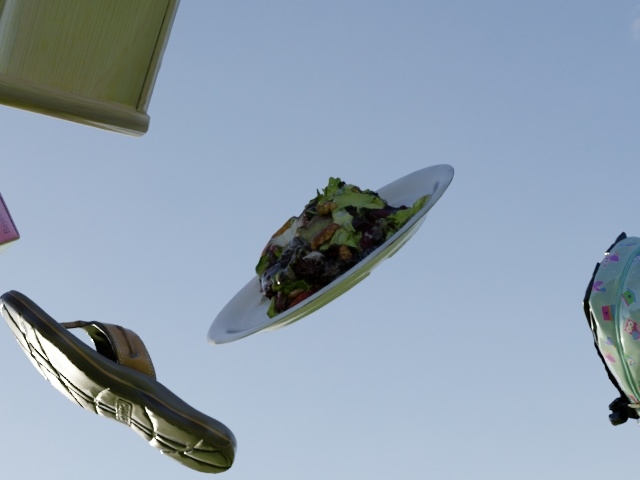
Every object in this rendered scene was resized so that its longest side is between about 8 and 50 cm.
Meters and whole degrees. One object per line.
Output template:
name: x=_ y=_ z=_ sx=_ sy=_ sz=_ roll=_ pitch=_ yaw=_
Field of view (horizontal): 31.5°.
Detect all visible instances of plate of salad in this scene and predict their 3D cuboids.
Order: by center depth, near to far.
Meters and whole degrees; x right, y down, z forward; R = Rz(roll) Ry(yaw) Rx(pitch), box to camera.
plate of salad: x=0.000 y=0.000 z=0.755 sx=0.200 sy=0.048 sz=0.200 roll=-33 pitch=10 yaw=7

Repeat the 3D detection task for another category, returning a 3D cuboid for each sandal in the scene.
sandal: x=-0.152 y=0.102 z=0.885 sx=0.219 sy=0.060 sz=0.090 roll=29 pitch=-32 yaw=6

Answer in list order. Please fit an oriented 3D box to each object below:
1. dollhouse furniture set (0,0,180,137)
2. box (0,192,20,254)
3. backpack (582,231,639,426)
dollhouse furniture set: x=-0.276 y=-0.252 z=0.751 sx=0.362 sy=0.394 sz=0.256 roll=9 pitch=-80 yaw=-62
box: x=-0.478 y=0.016 z=1.180 sx=0.243 sy=0.117 sz=0.213 roll=-24 pitch=-4 yaw=-41
backpack: x=0.310 y=0.074 z=1.011 sx=0.115 sy=0.152 sz=0.182 roll=4 pitch=-40 yaw=39
